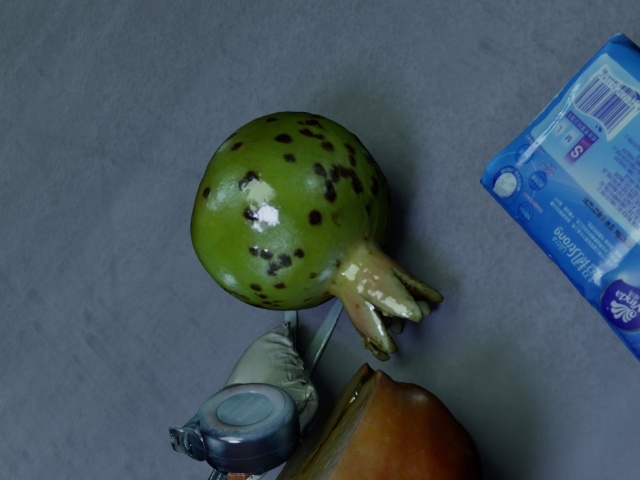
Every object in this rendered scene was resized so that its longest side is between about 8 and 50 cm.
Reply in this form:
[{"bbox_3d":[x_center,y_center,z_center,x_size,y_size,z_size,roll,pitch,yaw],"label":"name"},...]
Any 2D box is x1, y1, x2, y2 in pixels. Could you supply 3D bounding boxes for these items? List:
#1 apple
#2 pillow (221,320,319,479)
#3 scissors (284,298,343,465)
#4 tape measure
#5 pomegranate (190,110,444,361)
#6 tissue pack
[{"bbox_3d":[-0.012,0.280,1.132,0.365,0.295,0.329,-53,44,-5],"label":"apple"},{"bbox_3d":[-0.060,0.166,1.305,0.128,0.051,0.229,-50,18,6],"label":"pillow"},{"bbox_3d":[-0.035,0.170,1.384,0.144,0.017,0.247,4,72,37],"label":"scissors"},{"bbox_3d":[-0.073,0.228,1.170,0.107,0.104,0.179,11,106,31],"label":"tape measure"},{"bbox_3d":[0.002,-0.009,1.339,0.286,0.231,0.231,33,93,-1],"label":"pomegranate"},{"bbox_3d":[0.306,-0.028,1.130,0.198,0.146,0.263,-47,51,13],"label":"tissue pack"}]
